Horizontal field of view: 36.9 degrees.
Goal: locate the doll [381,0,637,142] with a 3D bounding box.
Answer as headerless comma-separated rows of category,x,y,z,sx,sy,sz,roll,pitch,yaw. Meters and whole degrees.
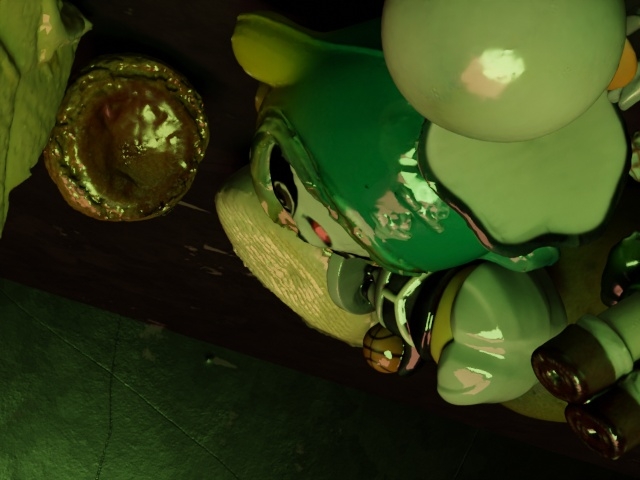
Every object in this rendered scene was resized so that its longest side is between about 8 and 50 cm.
doll,0.084,-0.168,0.535,0.251,0.221,0.221,32,158,-21

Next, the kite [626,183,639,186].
kite,0.416,-0.003,1.083,0.141,0.015,0.245,4,153,43

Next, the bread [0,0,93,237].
bread,-0.422,-0.196,0.780,0.371,0.279,0.390,15,163,7

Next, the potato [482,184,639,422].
potato,0.295,0.071,1.041,0.359,0.219,0.270,-8,112,46

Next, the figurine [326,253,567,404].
figurine,0.123,0.075,0.959,0.133,0.176,0.236,-10,-154,-43

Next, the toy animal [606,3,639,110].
toy animal,0.268,-0.142,0.621,0.205,0.081,0.367,-15,169,-12

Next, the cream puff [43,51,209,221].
cream puff,-0.231,-0.119,1.063,0.183,0.183,0.169,26,179,-32

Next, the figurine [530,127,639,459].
figurine,0.339,0.028,0.789,0.281,0.370,0.167,56,163,1

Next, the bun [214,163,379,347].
bun,0.000,0.000,1.214,0.287,0.146,0.287,35,159,15

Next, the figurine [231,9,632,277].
figurine,0.075,-0.086,0.822,0.323,0.231,0.340,45,162,-24
